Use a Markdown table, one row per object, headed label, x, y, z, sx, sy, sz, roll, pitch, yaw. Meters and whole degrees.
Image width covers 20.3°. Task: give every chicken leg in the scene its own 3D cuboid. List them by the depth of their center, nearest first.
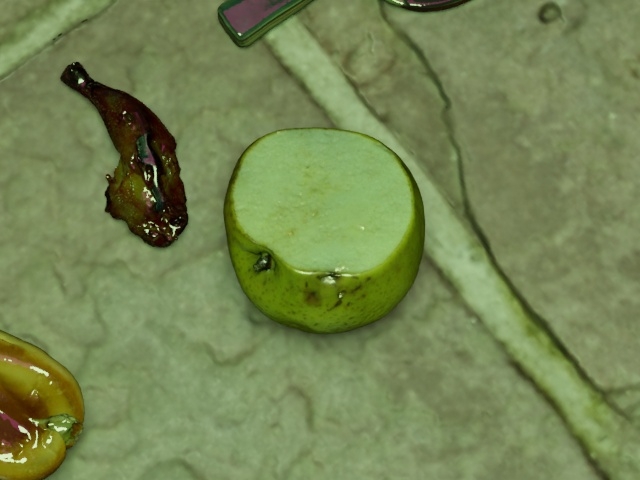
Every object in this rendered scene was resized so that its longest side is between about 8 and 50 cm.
| label | x | y | z | sx | sy | sz | roll | pitch | yaw |
| --- | --- | --- | --- | --- | --- | --- | --- | --- | --- |
| chicken leg | -0.131 | -0.062 | 1.228 | 0.062 | 0.037 | 0.145 | -20 | 81 | 7 |

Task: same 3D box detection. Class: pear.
| label | x | y | z | sx | sy | sz | roll | pitch | yaw |
| --- | --- | --- | --- | --- | --- | --- | --- | --- | --- |
| pear | 0.000 | 0.000 | 1.185 | 0.141 | 0.104 | 0.141 | 5 | 54 | -7 |

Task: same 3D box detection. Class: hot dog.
| label | x | y | z | sx | sy | sz | roll | pitch | yaw |
| --- | --- | --- | --- | --- | --- | --- | --- | --- | --- |
| hot dog | -0.272 | 0.083 | 1.169 | 0.249 | 0.068 | 0.100 | 22 | 88 | 4 |

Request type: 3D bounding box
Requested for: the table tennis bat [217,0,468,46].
| label | x | y | z | sx | sy | sz | roll | pitch | yaw |
| --- | --- | --- | --- | --- | --- | --- | --- | --- | --- |
| table tennis bat | 0.046 | -0.221 | 1.277 | 0.274 | 0.021 | 0.154 | -33 | 80 | -11 |
